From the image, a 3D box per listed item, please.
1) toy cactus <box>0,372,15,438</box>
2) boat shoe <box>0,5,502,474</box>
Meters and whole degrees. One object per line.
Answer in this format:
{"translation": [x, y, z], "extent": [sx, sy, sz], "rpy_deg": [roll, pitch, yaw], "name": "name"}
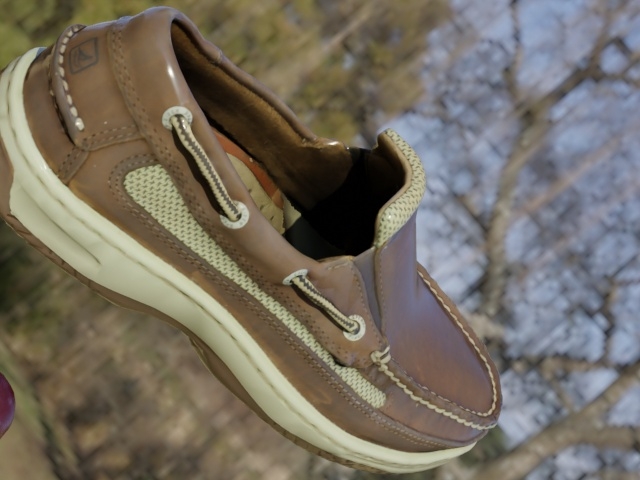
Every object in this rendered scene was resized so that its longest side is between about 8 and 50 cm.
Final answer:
{"translation": [-0.115, 0.097, 0.480], "extent": [0.180, 0.112, 0.219], "rpy_deg": [27, -48, -10], "name": "toy cactus"}
{"translation": [0.001, 0.006, 0.618], "extent": [0.257, 0.095, 0.095], "rpy_deg": [33, 37, -42], "name": "boat shoe"}
